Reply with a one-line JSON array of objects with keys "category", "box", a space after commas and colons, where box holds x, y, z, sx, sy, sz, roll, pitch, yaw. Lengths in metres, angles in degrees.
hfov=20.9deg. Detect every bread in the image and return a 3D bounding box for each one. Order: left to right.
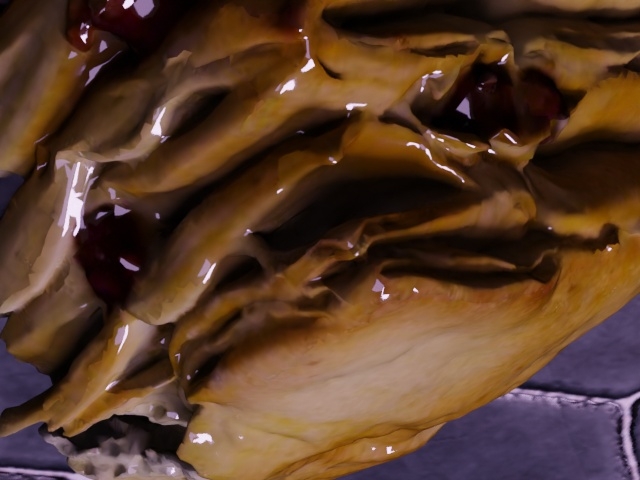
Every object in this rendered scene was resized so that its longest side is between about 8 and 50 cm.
[{"category": "bread", "box": [0.000, 0.000, 0.722, 0.314, 0.191, 0.370, -12, 151, -45]}]

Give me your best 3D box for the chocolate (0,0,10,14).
[{"category": "chocolate", "box": [-0.188, -0.202, 0.584, 0.148, 0.126, 0.343, -28, 137, -13]}]
